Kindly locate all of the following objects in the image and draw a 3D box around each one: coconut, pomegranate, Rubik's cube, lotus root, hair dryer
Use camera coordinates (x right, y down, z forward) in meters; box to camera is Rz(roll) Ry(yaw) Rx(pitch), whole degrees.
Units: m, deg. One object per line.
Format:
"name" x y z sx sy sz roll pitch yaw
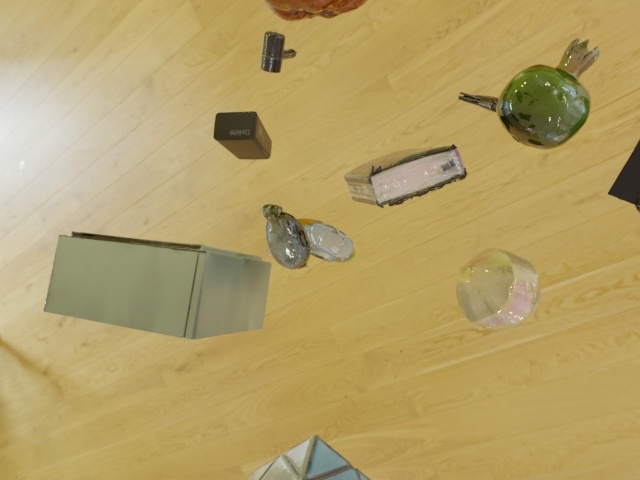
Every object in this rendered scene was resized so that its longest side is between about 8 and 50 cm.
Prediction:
"coconut" 0.494 0.135 1.314 0.197 0.237 0.236 -26 86 59
"pomegranate" 0.480 -0.303 0.966 0.187 0.187 0.225 37 114 15
"Rubik's cube" -0.024 0.512 0.814 0.205 0.205 0.207 42 120 -10
"lotus root" -0.074 -0.006 1.007 0.088 0.088 0.165 -15 110 26
"hair dryer" -0.131 -0.659 1.625 0.072 0.219 0.124 22 119 15

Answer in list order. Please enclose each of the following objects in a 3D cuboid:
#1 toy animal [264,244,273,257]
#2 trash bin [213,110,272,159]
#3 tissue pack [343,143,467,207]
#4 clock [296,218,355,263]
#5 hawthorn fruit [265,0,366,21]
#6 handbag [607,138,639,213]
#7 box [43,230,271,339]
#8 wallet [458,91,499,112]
"toy animal" -0.149 0.013 1.668 0.091 0.114 0.081 31 118 25
"trash bin" -0.295 -0.400 1.825 0.166 0.225 0.114 1 77 11
"tissue pack" 0.226 -0.193 1.360 0.260 0.361 0.121 -20 100 -6
"clock" 0.000 0.000 1.363 0.231 0.144 0.103 29 79 -17
"hawthorn fruit" -0.018 -0.466 0.699 0.208 0.207 0.243 8 113 24
"handbag" 0.806 -0.158 0.935 0.303 0.122 0.329 32 115 28
"box" -0.222 0.062 0.691 0.225 0.225 0.117 6 85 15
"wallet" 0.521 -0.390 1.352 0.230 0.125 0.042 44 124 49
